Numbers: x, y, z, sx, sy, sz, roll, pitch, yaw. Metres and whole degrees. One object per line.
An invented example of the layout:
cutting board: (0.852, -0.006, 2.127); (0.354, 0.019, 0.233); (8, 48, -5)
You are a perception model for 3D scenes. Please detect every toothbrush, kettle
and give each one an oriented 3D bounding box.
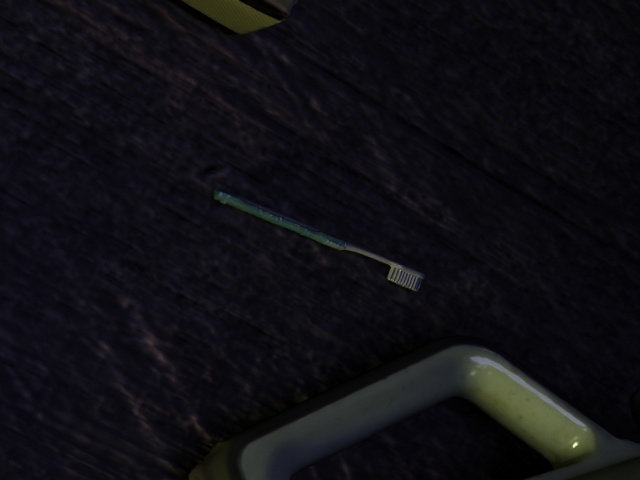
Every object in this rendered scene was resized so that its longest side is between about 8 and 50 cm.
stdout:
toothbrush: (0.000, 0.000, 1.287); (0.167, 0.011, 0.014); (23, 83, -26)
kettle: (0.131, 0.230, 1.241); (0.377, 0.250, 0.361); (-11, 72, -25)

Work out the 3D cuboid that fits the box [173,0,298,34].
box: (-0.056, -0.312, 1.229); (0.198, 0.084, 0.310); (30, 75, -23)
